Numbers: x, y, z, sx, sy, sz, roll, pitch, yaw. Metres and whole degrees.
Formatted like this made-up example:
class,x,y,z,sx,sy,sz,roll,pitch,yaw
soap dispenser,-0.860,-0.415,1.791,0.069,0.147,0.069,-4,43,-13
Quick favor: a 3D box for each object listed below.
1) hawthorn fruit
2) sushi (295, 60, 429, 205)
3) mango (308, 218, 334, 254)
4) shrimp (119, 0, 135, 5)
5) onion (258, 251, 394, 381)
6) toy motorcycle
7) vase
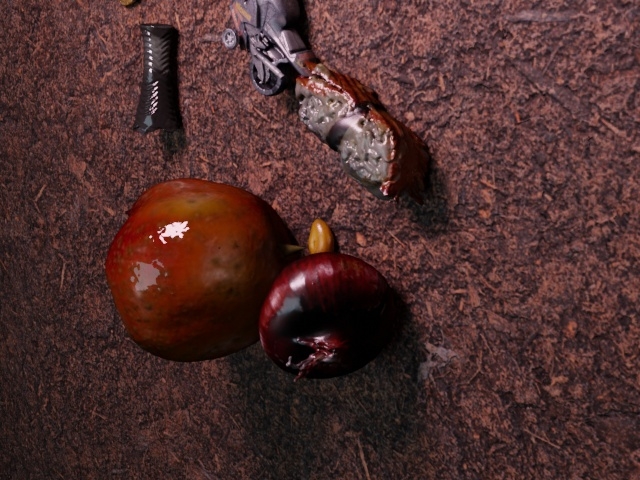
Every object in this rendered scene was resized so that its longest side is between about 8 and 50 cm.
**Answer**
class,x,y,z,sx,sy,sz,roll,pitch,yaw
hawthorn fruit,-0.218,0.053,1.767,0.403,0.403,0.403,19,118,41
sushi,0.069,-0.193,1.532,0.332,0.124,0.130,46,122,27
mango,0.000,0.000,1.733,0.060,0.046,0.089,-3,98,48
shrimp,-0.473,-0.639,2.012,0.124,0.034,0.178,-20,94,55
onion,0.014,0.164,1.604,0.285,0.273,0.273,-98,19,-57
toy motorcycle,-0.101,-0.433,1.639,0.173,0.108,0.307,-12,98,43
vase,-0.374,-0.373,1.957,0.115,0.115,0.237,20,114,41
